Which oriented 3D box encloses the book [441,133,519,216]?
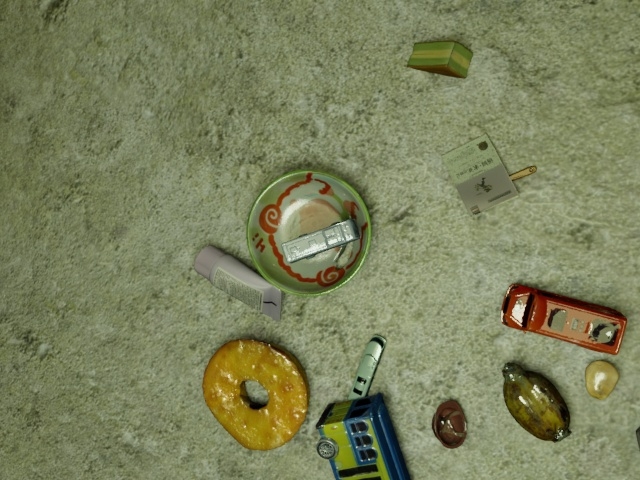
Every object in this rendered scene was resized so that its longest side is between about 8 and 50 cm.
[{"bbox_3d":[0.392,-0.161,1.314,0.127,0.014,0.182,-25,73,12],"label":"book"}]

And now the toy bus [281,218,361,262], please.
[{"bbox_3d":[0.000,0.000,1.291,0.190,0.075,0.064,-20,85,9],"label":"toy bus"}]

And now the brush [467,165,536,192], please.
[{"bbox_3d":[0.449,-0.146,1.310,0.169,0.014,0.043,-21,83,14],"label":"brush"}]

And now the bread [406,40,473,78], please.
[{"bbox_3d":[0.306,-0.465,1.369,0.139,0.084,0.074,18,94,48],"label":"bread"}]

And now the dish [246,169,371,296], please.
[{"bbox_3d":[-0.023,-0.018,1.397,0.324,0.124,0.324,0,89,10],"label":"dish"}]

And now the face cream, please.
[{"bbox_3d":[-0.218,0.114,1.454,0.273,0.096,0.154,31,140,18],"label":"face cream"}]

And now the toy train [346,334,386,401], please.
[{"bbox_3d":[0.118,0.345,1.372,0.043,0.047,0.208,21,95,22],"label":"toy train"}]

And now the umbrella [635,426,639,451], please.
[{"bbox_3d":[0.864,0.418,1.130,0.337,0.067,0.073,-10,95,15],"label":"umbrella"}]

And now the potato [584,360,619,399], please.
[{"bbox_3d":[0.638,0.318,1.206,0.068,0.062,0.083,8,64,45],"label":"potato"}]

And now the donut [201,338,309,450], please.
[{"bbox_3d":[-0.163,0.400,1.426,0.302,0.110,0.303,0,90,17],"label":"donut"}]

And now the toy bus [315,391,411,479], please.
[{"bbox_3d":[0.113,0.541,1.298,0.175,0.138,0.288,-18,93,17],"label":"toy bus"}]

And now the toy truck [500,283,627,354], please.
[{"bbox_3d":[0.548,0.178,1.212,0.252,0.114,0.108,15,93,16],"label":"toy truck"}]

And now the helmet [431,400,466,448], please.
[{"bbox_3d":[0.307,0.450,1.305,0.089,0.057,0.111,-4,79,-19],"label":"helmet"}]

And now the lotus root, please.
[{"bbox_3d":[0.491,0.371,1.222,0.120,0.120,0.209,-38,80,12],"label":"lotus root"}]
